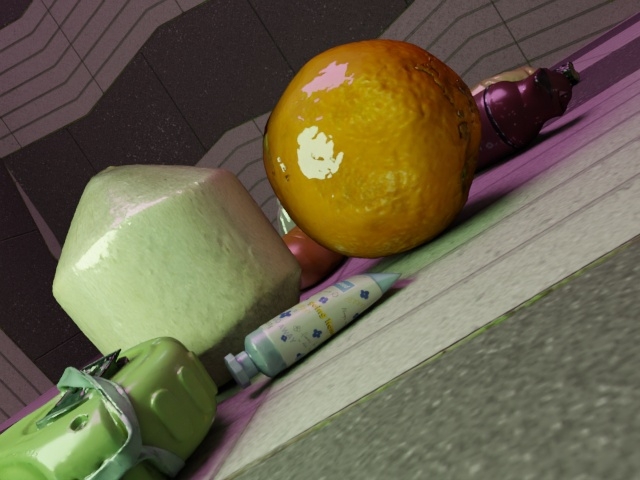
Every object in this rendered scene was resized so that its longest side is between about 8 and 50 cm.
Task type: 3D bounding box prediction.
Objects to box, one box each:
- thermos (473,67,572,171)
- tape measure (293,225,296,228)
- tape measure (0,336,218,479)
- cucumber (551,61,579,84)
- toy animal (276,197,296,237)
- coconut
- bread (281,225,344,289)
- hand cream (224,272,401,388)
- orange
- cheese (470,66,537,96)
[{"bbox_3d":[0.251,-0.158,0.910,0.330,0.136,0.109,-28,34,45],"label":"thermos"},{"bbox_3d":[-0.121,0.004,0.966,0.330,0.084,0.164,-29,-19,1],"label":"tape measure"},{"bbox_3d":[-0.168,0.146,0.436,0.200,0.106,0.175,-28,10,34],"label":"tape measure"},{"bbox_3d":[0.524,-0.358,1.351,0.058,0.058,0.187,-36,4,-33],"label":"cucumber"},{"bbox_3d":[-0.033,-0.048,1.329,0.141,0.138,0.282,2,11,1],"label":"toy animal"},{"bbox_3d":[-0.158,0.028,0.625,0.237,0.266,0.237,-41,4,3],"label":"coconut"},{"bbox_3d":[0.000,0.000,0.968,0.142,0.091,0.305,-24,9,32],"label":"bread"},{"bbox_3d":[-0.006,0.073,0.511,0.171,0.043,0.065,-30,9,-20],"label":"hand cream"},{"bbox_3d":[0.058,-0.101,0.644,0.246,0.246,0.246,-33,5,3],"label":"orange"},{"bbox_3d":[0.392,-0.296,1.255,0.214,0.117,0.226,-27,0,-3],"label":"cheese"}]
